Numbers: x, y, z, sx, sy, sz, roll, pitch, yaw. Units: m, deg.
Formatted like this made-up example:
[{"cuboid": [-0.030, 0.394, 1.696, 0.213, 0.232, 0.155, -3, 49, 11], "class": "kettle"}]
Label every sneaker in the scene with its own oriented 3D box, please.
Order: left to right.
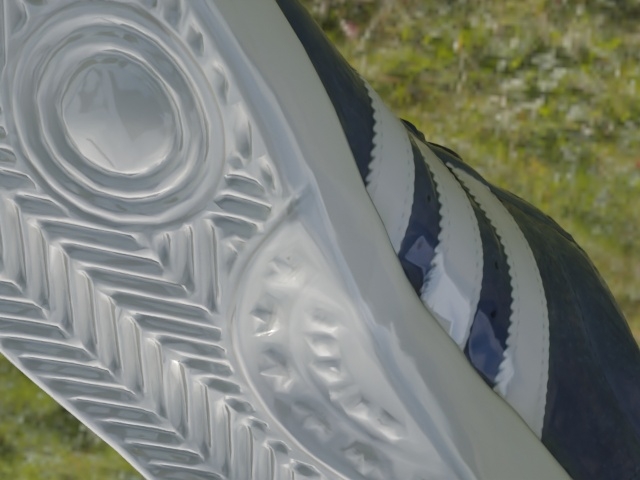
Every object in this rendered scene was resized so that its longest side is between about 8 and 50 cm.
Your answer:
[{"cuboid": [0.000, 0.000, 0.433, 0.131, 0.148, 0.350, -22, 112, 32], "class": "sneaker"}]
